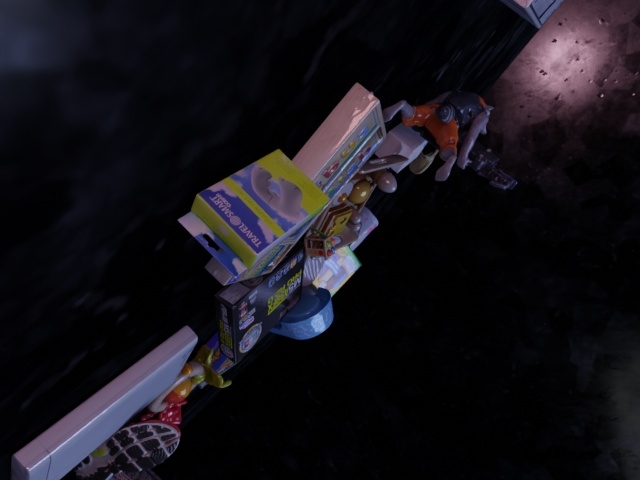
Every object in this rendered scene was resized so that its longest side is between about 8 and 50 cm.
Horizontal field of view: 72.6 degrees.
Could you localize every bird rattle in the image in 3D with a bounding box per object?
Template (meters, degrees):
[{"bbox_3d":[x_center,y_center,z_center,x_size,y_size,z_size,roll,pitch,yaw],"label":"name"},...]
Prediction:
[{"bbox_3d":[-0.384,0.388,1.158,0.253,0.143,0.207,-34,159,-6],"label":"bird rattle"}]

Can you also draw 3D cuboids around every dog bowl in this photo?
[{"bbox_3d":[-0.084,0.206,1.271,0.297,0.074,0.166,1,-149,46],"label":"dog bowl"}]

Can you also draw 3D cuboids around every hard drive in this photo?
[{"bbox_3d":[-0.409,0.333,0.853,0.353,0.047,0.233,-39,168,-50],"label":"hard drive"}]

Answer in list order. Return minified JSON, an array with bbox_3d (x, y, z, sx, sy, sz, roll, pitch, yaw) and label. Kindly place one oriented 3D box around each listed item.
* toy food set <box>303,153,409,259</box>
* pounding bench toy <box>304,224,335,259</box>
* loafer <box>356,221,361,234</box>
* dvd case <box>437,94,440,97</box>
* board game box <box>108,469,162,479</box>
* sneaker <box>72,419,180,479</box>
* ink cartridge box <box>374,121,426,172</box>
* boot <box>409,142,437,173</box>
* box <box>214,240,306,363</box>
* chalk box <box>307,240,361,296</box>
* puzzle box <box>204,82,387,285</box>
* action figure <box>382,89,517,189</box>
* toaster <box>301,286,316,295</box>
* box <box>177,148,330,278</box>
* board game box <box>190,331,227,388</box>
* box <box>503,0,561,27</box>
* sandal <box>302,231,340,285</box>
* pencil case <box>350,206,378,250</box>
[{"bbox_3d":[0.096,-0.087,1.153,0.220,0.092,0.306,-23,150,-46],"label":"toy food set"},{"bbox_3d":[0.000,0.000,1.085,0.052,0.065,0.083,-36,124,-57],"label":"pounding bench toy"},{"bbox_3d":[0.013,0.017,1.505,0.302,0.109,0.095,-46,-146,-12],"label":"loafer"},{"bbox_3d":[0.365,-0.411,1.521,0.164,0.018,0.221,-50,172,13],"label":"dvd case"},{"bbox_3d":[-0.516,0.693,1.132,0.141,0.232,0.291,-46,-174,-19],"label":"board game box"},{"bbox_3d":[-0.435,0.456,0.996,0.279,0.107,0.118,-22,-171,14],"label":"sneaker"},{"bbox_3d":[0.230,-0.268,1.230,0.143,0.090,0.092,-40,168,-41],"label":"ink cartridge box"},{"bbox_3d":[0.418,-0.356,1.733,0.262,0.095,0.203,-59,174,35],"label":"boot"},{"bbox_3d":[-0.142,0.143,1.086,0.270,0.060,0.216,-41,149,-41],"label":"box"},{"bbox_3d":[0.029,0.059,1.386,0.213,0.132,0.132,-44,-144,-12],"label":"chalk box"},{"bbox_3d":[-0.027,-0.090,0.849,0.409,0.052,0.272,-49,171,9],"label":"puzzle box"},{"bbox_3d":[0.342,-0.260,1.040,0.330,0.341,0.178,-36,160,-43],"label":"action figure"},{"bbox_3d":[-0.056,0.188,1.583,0.168,0.110,0.186,-8,179,11],"label":"toaster"},{"bbox_3d":[-0.081,-0.043,0.574,0.178,0.109,0.042,-41,173,-41],"label":"box"},{"bbox_3d":[-0.273,0.325,1.427,0.233,0.078,0.347,-49,172,4],"label":"board game box"},{"bbox_3d":[0.231,-0.356,0.534,0.087,0.169,0.290,-53,171,34],"label":"box"},{"bbox_3d":[-0.014,0.009,1.276,0.265,0.076,0.102,-56,136,-21],"label":"sandal"},{"bbox_3d":[0.098,-0.013,1.669,0.273,0.113,0.124,-46,-169,-18],"label":"pencil case"}]
